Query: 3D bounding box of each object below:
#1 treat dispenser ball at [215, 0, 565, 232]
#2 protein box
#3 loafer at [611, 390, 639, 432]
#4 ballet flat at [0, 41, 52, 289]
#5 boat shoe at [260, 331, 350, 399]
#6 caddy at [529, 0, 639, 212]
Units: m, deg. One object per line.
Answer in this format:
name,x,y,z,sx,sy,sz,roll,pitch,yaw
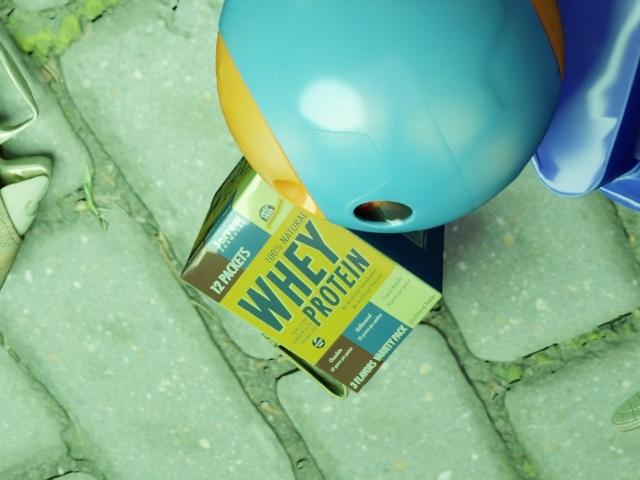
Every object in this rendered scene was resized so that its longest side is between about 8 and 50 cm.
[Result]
treat dispenser ball,0.057,-0.150,1.080,0.288,0.288,0.288,2,115,4
protein box,0.000,0.000,1.260,0.201,0.200,0.136,34,114,-10
loafer,0.373,0.174,1.397,0.125,0.045,0.039,-36,114,16
ballet flat,-0.328,-0.091,1.304,0.106,0.107,0.316,-11,115,-5
boat shoe,-0.022,0.108,1.396,0.056,0.048,0.153,-36,107,19
caddy,0.324,-0.169,1.170,0.241,0.179,0.341,21,118,20
